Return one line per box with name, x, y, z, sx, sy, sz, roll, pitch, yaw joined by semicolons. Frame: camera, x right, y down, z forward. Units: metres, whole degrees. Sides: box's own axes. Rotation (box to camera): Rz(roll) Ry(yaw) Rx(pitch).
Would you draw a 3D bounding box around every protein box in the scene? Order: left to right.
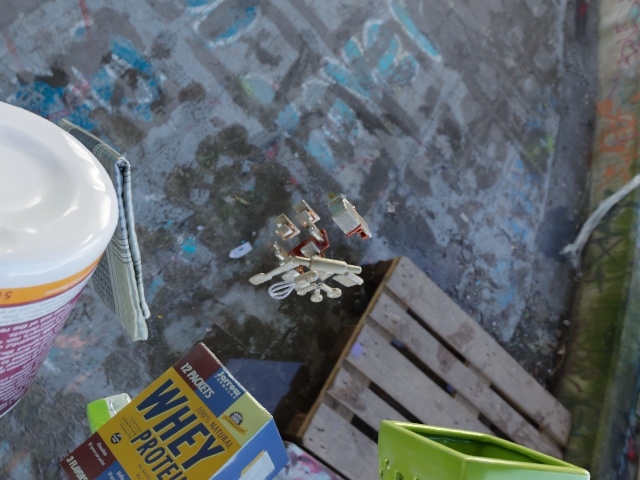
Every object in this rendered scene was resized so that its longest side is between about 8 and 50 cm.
protein box;-0.162;0.276;0.643;0.136;0.201;0.199;38;64;26

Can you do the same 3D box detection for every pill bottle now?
pill bottle;-0.388;0.066;0.533;0.224;0.392;0.224;29;31;-20

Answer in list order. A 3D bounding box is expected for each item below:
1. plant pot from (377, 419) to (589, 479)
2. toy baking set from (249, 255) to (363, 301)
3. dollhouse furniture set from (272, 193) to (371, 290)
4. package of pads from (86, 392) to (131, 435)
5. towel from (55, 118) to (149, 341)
plant pot;0.217;0.401;0.755;0.227;0.228;0.207;14;80;-20
toy baking set;-0.029;0.097;1.218;0.256;0.197;0.030;12;52;-21
dollhouse furniture set;0.000;0.000;1.471;0.135;0.259;0.262;46;18;-36
package of pads;-0.407;0.512;1.101;0.101;0.296;0.229;-15;133;-28
towel;-0.375;-0.025;0.899;0.056;0.312;0.325;-17;120;-37
